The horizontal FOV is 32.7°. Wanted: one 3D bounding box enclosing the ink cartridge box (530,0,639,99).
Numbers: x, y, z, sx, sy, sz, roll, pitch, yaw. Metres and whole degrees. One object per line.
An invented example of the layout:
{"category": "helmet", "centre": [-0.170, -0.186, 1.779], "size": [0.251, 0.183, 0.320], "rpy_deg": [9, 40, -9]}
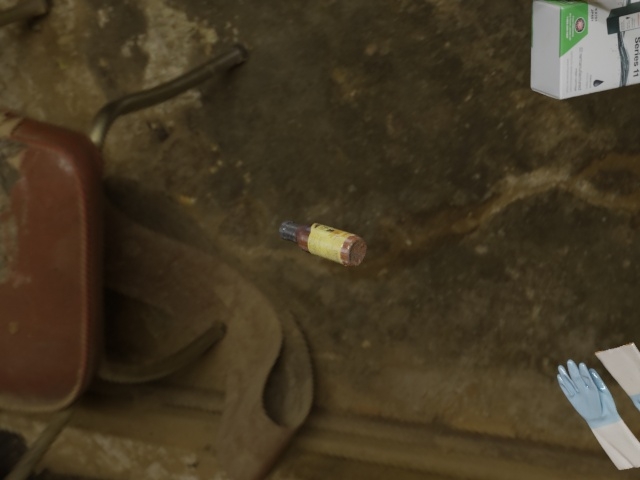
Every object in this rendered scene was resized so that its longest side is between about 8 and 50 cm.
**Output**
{"category": "ink cartridge box", "centre": [0.446, -0.321, 1.742], "size": [0.087, 0.208, 0.153], "rpy_deg": [-141, 42, -58]}

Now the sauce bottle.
{"category": "sauce bottle", "centre": [0.000, 0.000, 1.374], "size": [0.128, 0.042, 0.042], "rpy_deg": [18, 120, 39]}

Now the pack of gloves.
{"category": "pack of gloves", "centre": [0.522, 0.273, 1.841], "size": [0.232, 0.046, 0.195], "rpy_deg": [54, 141, -7]}
